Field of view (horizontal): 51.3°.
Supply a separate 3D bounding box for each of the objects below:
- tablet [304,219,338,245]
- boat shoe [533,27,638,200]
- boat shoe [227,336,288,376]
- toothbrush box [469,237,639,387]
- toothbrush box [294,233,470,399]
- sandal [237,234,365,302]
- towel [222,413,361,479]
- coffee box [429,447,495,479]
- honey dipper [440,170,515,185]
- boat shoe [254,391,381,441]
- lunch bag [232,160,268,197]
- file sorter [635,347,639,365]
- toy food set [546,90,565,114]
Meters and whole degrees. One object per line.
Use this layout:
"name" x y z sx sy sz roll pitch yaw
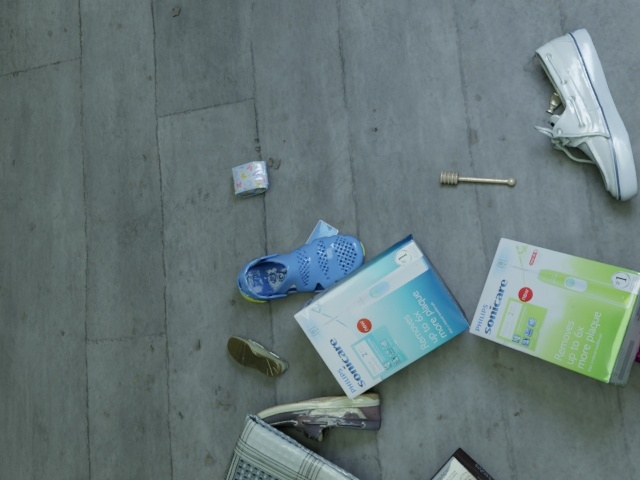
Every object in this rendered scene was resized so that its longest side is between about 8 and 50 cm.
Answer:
"tablet" 0.000 0.000 1.550 0.054 0.006 0.083 32 92 18
"boat shoe" 0.519 -0.241 1.360 0.156 0.136 0.367 -18 83 15
"boat shoe" -0.147 0.266 1.540 0.153 0.048 0.056 20 100 25
"toothbrush box" 0.465 0.134 1.288 0.283 0.122 0.206 19 88 42
"toothbrush box" 0.128 0.157 1.402 0.295 0.126 0.216 -33 91 11
"sandal" -0.053 0.069 1.485 0.317 0.138 0.126 -20 82 12
"towel" -0.073 0.576 1.420 0.324 0.056 0.312 26 107 17
"coffee box" 0.240 0.589 1.335 0.168 0.119 0.297 42 95 19
"honey dipper" 0.344 -0.132 1.457 0.161 0.030 0.030 6 84 15
"boat shoe" -0.006 0.391 1.447 0.285 0.103 0.092 -11 74 9
"lunch bag" -0.163 -0.147 1.596 0.083 0.053 0.071 -16 76 23
"file sorter" 0.753 0.235 1.198 0.291 0.202 0.182 -24 79 12
"toy food set" 0.543 -0.325 1.431 0.078 0.019 0.122 20 88 18
